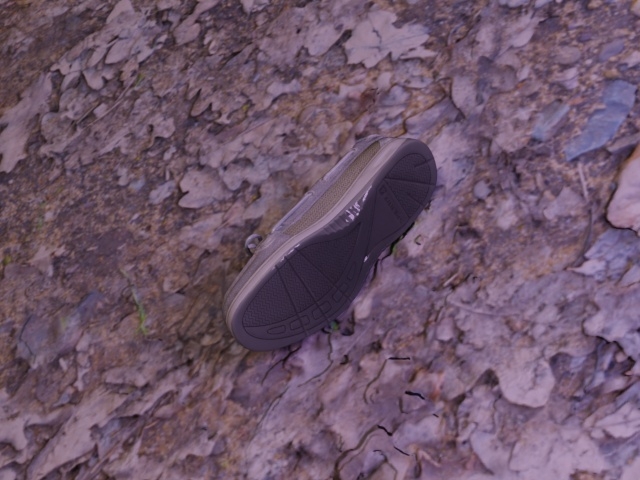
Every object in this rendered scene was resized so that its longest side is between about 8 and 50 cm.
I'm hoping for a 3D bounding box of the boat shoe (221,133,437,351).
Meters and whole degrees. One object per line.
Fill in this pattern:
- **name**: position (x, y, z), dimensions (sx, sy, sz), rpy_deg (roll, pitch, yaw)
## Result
- **boat shoe**: position (0.000, -0.003, 1.881), dimensions (0.103, 0.118, 0.320), rpy_deg (19, 60, 48)
